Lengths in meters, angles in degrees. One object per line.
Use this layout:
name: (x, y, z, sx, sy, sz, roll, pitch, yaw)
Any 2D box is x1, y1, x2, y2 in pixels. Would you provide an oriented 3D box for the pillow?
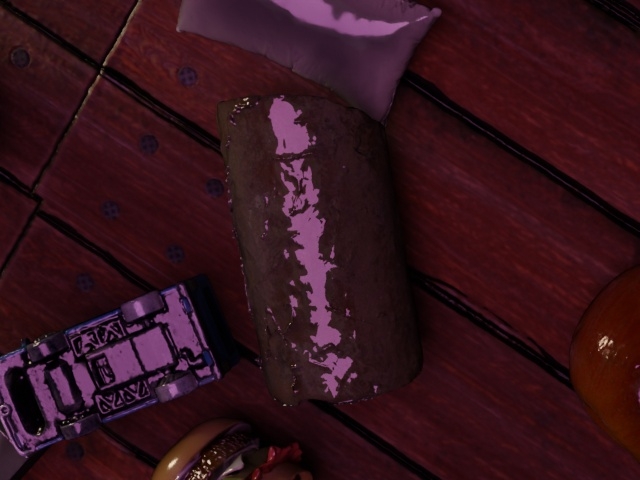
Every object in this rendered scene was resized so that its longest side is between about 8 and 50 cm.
pillow: (-0.017, -0.216, 1.841, 0.254, 0.078, 0.144, 26, 114, 10)

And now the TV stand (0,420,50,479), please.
TV stand: (-0.413, 0.154, 2.001, 0.269, 0.088, 0.083, 44, 107, 5)

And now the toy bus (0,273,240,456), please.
toy bus: (-0.212, 0.127, 1.919, 0.234, 0.133, 0.116, -22, 93, 12)

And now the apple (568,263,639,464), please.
apple: (0.333, 0.122, 1.775, 0.173, 0.160, 0.195, -43, 93, -4)

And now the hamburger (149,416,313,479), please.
hamburger: (-0.100, 0.260, 1.903, 0.137, 0.175, 0.175, 32, 106, 22)

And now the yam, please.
yam: (0.000, 0.000, 1.826, 0.168, 0.168, 0.304, -8, 96, 16)
